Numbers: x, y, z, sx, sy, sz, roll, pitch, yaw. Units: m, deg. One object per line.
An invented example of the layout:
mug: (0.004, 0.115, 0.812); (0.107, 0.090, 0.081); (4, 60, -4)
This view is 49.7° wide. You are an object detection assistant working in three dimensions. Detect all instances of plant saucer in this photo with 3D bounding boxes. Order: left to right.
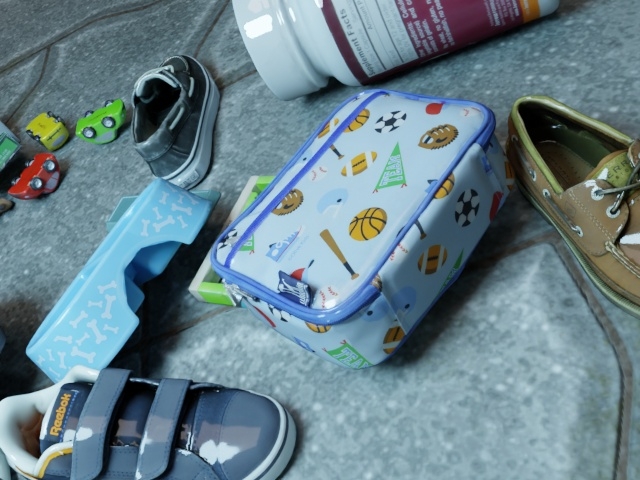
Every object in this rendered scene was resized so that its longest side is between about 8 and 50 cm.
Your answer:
plant saucer: (-0.236, -0.045, 1.015); (0.192, 0.018, 0.067); (-2, 51, 32)

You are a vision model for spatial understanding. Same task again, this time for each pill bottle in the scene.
pill bottle: (0.096, -0.342, 0.929); (0.392, 0.224, 0.224); (-17, 45, 17)

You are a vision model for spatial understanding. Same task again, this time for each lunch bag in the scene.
lunch bag: (0.033, -0.025, 0.716); (0.243, 0.115, 0.303); (24, 65, 45)

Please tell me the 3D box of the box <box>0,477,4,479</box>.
box: (-0.381, 0.311, 0.704); (0.162, 0.116, 0.029); (-42, 44, -8)

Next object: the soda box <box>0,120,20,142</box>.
soda box: (-0.735, -0.134, 1.346); (0.091, 0.098, 0.286); (17, 63, 41)

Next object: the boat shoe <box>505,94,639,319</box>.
boat shoe: (0.266, -0.032, 0.627); (0.110, 0.104, 0.307); (-36, 42, -3)

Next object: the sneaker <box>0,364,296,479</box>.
sneaker: (-0.189, 0.196, 0.688); (0.321, 0.127, 0.126); (-12, 45, 20)

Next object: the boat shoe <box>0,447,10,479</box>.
boat shoe: (-0.444, 0.243, 0.831); (0.095, 0.079, 0.254); (-45, 41, -1)

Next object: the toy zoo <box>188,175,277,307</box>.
toy zoo: (0.000, 0.000, 0.817); (0.293, 0.030, 0.192); (2, 53, 32)

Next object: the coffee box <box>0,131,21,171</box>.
coffee box: (-0.601, -0.144, 1.265); (0.113, 0.040, 0.184); (-54, 26, -12)

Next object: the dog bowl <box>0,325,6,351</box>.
dog bowl: (-0.539, 0.185, 0.831); (0.348, 0.102, 0.349); (-32, 18, 12)

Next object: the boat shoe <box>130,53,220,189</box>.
boat shoe: (-0.235, -0.222, 1.100); (0.121, 0.119, 0.335); (-25, 43, 9)

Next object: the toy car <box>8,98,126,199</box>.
toy car: (-0.436, -0.178, 1.234); (0.224, 0.053, 0.239); (-24, 44, 11)

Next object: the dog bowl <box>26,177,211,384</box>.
dog bowl: (-0.246, 0.044, 0.843); (0.166, 0.074, 0.297); (-23, 34, 55)

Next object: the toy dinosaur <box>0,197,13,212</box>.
toy dinosaur: (-0.669, 0.016, 1.151); (0.200, 0.127, 0.296); (0, 55, 27)
